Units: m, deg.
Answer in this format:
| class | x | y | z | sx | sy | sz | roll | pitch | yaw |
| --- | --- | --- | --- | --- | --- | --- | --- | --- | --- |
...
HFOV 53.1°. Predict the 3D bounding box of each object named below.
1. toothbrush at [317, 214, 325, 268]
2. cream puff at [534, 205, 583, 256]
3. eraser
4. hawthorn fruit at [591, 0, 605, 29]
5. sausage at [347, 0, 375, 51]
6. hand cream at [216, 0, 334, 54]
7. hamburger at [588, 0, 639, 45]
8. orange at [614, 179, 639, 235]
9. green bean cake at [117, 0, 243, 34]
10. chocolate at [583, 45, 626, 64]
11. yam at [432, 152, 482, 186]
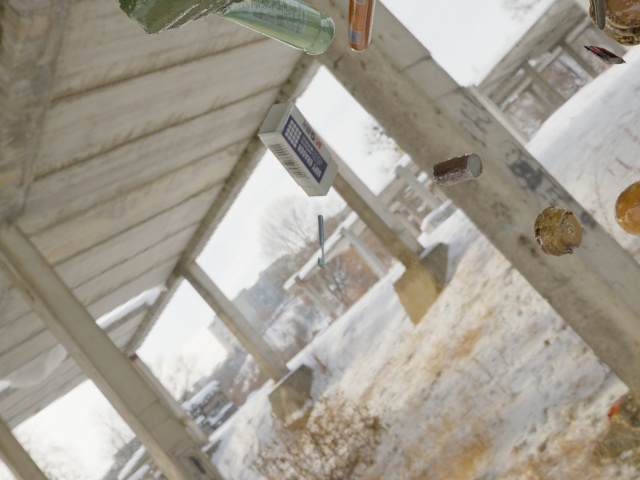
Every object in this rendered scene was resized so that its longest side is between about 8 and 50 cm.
| class | x | y | z | sx | sy | sz | roll | pitch | yaw |
| --- | --- | --- | --- | --- | --- | --- | --- | --- | --- |
| toothbrush | 0.000 | 0.000 | 1.734 | 0.016 | 0.019 | 0.219 | -55 | 22 | 34 |
| cream puff | 0.572 | -0.025 | 1.551 | 0.104 | 0.119 | 0.133 | -21 | 14 | 43 |
| eraser | -0.058 | -0.256 | 1.839 | 0.081 | 0.279 | 0.124 | -2 | 53 | 36 |
| hawthorn fruit | 0.407 | -0.503 | 0.956 | 0.285 | 0.368 | 0.284 | -14 | 16 | 4 |
| sausage | 0.083 | -0.470 | 1.304 | 0.053 | 0.053 | 0.348 | -42 | -7 | -5 |
| hand cream | -0.098 | -0.472 | 1.321 | 0.093 | 0.147 | 0.306 | -23 | -24 | 40 |
| hamburger | 0.908 | -0.685 | 1.842 | 0.245 | 0.260 | 0.211 | -7 | -8 | 19 |
| orange | 0.459 | -0.046 | 0.904 | 0.083 | 0.083 | 0.070 | -42 | 11 | 2 |
| green bean cake | -0.214 | -0.514 | 0.952 | 0.218 | 0.335 | 0.319 | -18 | 22 | 41 |
| chocolate | 0.779 | -0.506 | 1.755 | 0.183 | 0.086 | 0.028 | -18 | -36 | -47 |
| yam | 0.390 | -0.200 | 1.829 | 0.079 | 0.079 | 0.141 | -37 | 14 | -35 |
